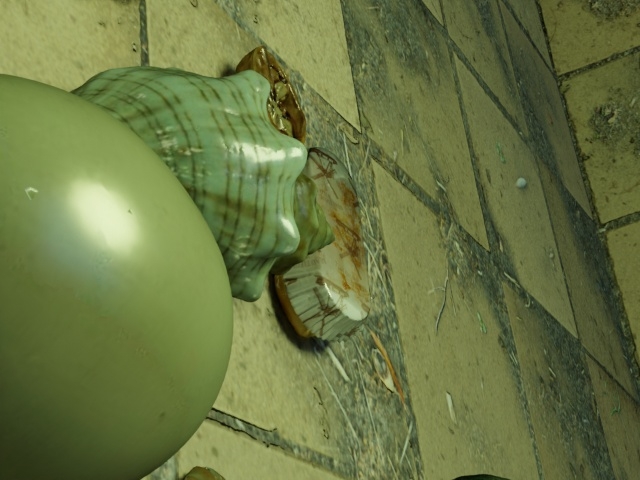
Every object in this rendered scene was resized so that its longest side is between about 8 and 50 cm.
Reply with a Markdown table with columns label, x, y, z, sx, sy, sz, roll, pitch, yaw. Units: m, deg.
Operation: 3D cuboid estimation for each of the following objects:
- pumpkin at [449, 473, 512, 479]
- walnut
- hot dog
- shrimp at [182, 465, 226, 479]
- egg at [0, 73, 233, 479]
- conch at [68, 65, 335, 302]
| label | x | y | z | sx | sy | sz | roll | pitch | yaw |
| --- | --- | --- | --- | --- | --- | --- | --- | --- | --- |
| pumpkin | 0.195 | 0.359 | 1.209 | 0.211 | 0.152 | 0.211 | 33 | 35 | -27 |
| walnut | -0.062 | -0.143 | 1.170 | 0.091 | 0.052 | 0.121 | -1 | 70 | -65 |
| hot dog | 0.000 | 0.000 | 1.178 | 0.131 | 0.069 | 0.253 | 36 | 36 | -39 |
| shrimp | -0.063 | 0.254 | 0.873 | 0.180 | 0.041 | 0.099 | 58 | 11 | -22 |
| egg | -0.164 | 0.031 | 0.586 | 0.269 | 0.219 | 0.219 | 53 | 28 | -37 |
| conch | -0.104 | -0.069 | 0.883 | 0.386 | 0.169 | 0.203 | 44 | 8 | -49 |
